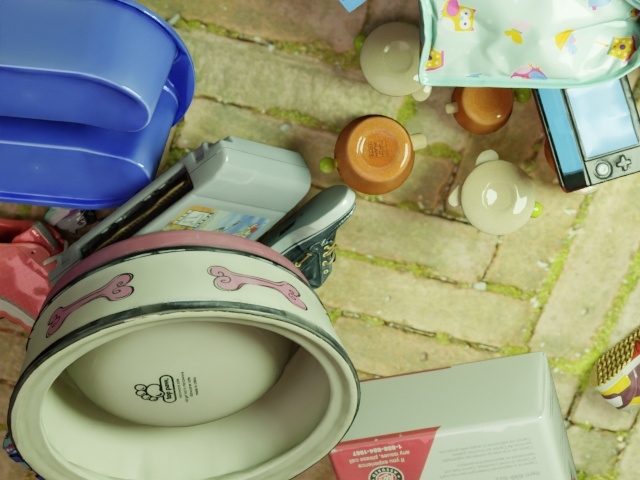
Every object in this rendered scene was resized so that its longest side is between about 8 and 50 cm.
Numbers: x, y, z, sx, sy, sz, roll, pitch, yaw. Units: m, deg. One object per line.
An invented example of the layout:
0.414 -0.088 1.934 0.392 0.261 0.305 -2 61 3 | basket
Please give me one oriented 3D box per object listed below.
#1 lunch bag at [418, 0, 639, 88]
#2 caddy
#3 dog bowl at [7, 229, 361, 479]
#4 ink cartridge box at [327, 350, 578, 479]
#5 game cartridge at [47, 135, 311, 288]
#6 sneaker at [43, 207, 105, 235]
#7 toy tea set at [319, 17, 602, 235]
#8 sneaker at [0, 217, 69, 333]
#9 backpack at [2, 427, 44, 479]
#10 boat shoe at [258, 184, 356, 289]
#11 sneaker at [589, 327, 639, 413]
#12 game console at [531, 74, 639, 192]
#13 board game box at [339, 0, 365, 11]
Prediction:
0.233 -0.261 1.506 0.262 0.223 0.160 -1 117 7 | lunch bag
-0.319 -0.177 1.657 0.341 0.179 0.241 6 139 -2 | caddy
-0.164 0.151 1.701 0.407 0.150 0.408 -6 140 -5 | dog bowl
0.200 0.363 1.870 0.279 0.160 0.385 -11 114 14 | ink cartridge box
-0.160 -0.017 1.714 0.297 0.062 0.198 -35 152 26 | game cartridge
-0.299 -0.046 1.800 0.069 0.038 0.098 29 127 -9 | sneaker
0.170 -0.113 1.678 0.336 0.124 0.200 23 88 -1 | toy tea set
-0.345 0.049 1.804 0.313 0.116 0.136 20 119 0 | sneaker
-0.312 0.260 1.887 0.117 0.158 0.173 -31 124 25 | backpack
0.000 0.000 1.757 0.083 0.065 0.183 40 134 -19 | boat shoe
0.429 0.146 1.786 0.084 0.070 0.185 39 122 -22 | sneaker
0.297 -0.134 1.575 0.124 0.085 0.144 -16 90 -1 | game console
0.088 -0.333 1.498 0.160 0.210 0.047 -33 109 23 | board game box
